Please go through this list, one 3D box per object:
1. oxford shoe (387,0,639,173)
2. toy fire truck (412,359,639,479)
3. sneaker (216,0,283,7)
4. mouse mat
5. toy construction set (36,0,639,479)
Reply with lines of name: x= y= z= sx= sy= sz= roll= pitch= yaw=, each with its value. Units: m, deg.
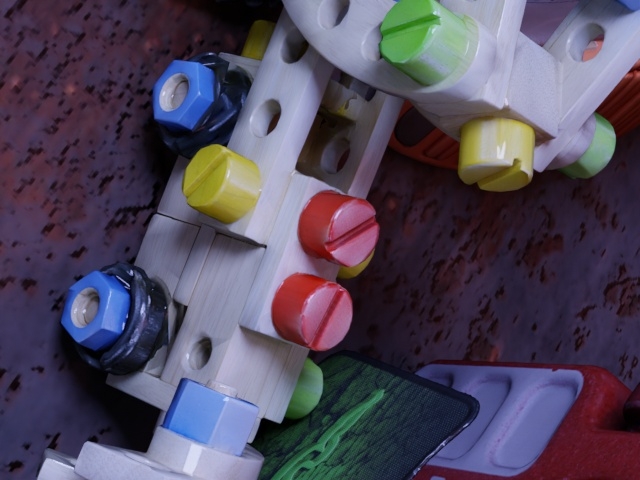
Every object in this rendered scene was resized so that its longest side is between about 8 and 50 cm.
oxford shoe: x=0.163 y=-0.129 z=0.876 sx=0.364 sy=0.130 sz=0.132 roll=-14 pitch=74 yaw=-36
toy fire truck: x=0.068 y=0.155 z=0.682 sx=0.169 sy=0.302 sz=0.254 roll=41 pitch=69 yaw=-18
sneaker: x=0.017 y=-0.183 z=0.724 sx=0.272 sy=0.100 sz=0.108 roll=-17 pitch=75 yaw=-36
mouse mat: x=-0.031 y=0.117 z=0.644 sx=0.190 sy=0.153 sz=0.007 roll=-43 pitch=109 yaw=-14
toy construction set: x=0.000 y=0.000 z=0.627 sx=0.151 sy=0.215 sz=0.327 roll=45 pitch=70 yaw=-41
